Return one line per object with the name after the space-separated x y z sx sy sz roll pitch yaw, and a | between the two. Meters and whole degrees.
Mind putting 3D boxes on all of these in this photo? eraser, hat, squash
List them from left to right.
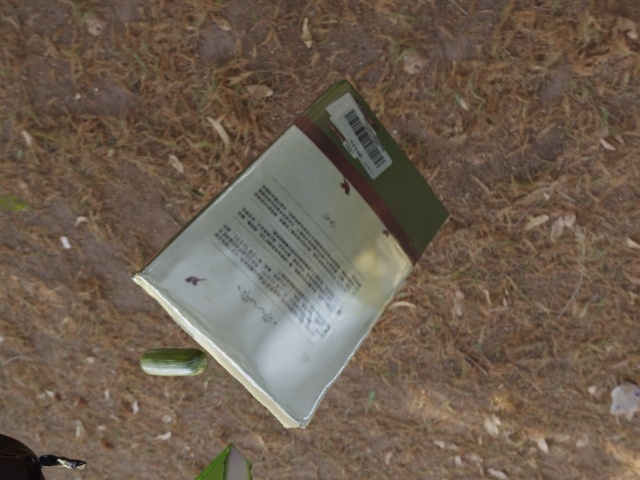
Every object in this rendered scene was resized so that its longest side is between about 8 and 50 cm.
-0.537 0.483 0.836 0.238 0.209 0.336 -48 56 27 | hat
-0.366 0.302 1.204 0.239 0.069 0.069 -9 114 34 | squash
-0.269 0.613 1.077 0.092 0.210 0.274 41 96 -13 | eraser

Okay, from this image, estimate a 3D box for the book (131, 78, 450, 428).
0.000 0.000 0.463 0.201 0.289 0.026 50 152 -17 | book
